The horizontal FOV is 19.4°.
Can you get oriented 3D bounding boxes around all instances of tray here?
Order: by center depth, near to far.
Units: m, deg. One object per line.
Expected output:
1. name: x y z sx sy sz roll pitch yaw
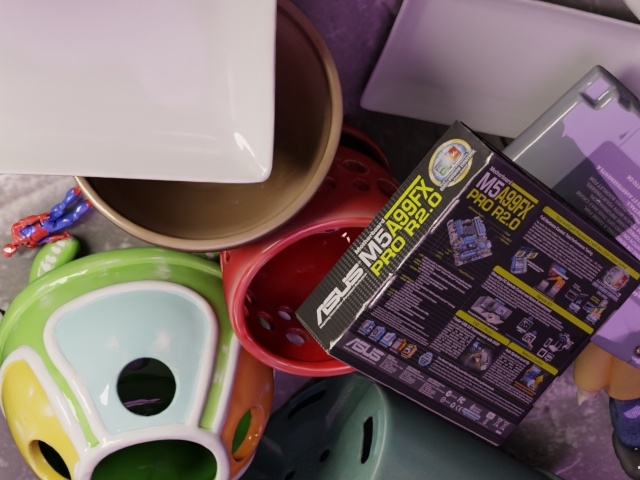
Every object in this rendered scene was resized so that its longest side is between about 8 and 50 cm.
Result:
1. tray: 0.179 -0.159 1.686 0.270 0.030 0.145 10 126 -20

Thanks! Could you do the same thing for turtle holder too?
1. turtle holder: -0.196 0.134 1.715 0.320 0.227 0.243 12 126 -23

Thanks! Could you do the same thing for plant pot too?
1. plant pot: -0.099 -0.101 1.584 0.237 0.237 0.110 -14 171 -2
2. plant pot: 0.000 0.000 1.682 0.191 0.174 0.191 -6 130 -8
3. plant pot: 0.094 0.323 1.898 0.334 0.341 0.341 36 115 -26

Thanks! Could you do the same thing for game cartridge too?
1. game cartridge: 0.287 -0.003 1.742 0.297 0.062 0.198 41 115 -18

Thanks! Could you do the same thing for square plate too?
1. square plate: -0.202 -0.219 1.458 0.344 0.049 0.347 1 108 -6

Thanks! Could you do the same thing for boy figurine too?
1. boy figurine: 0.347 0.119 1.922 0.177 0.092 0.285 -12 133 1

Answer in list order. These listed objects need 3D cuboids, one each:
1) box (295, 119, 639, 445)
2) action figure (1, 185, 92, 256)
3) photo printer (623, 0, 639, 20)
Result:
1. box: 0.137 0.045 1.616 0.216 0.060 0.270 -51 136 8
2. action figure: -0.245 -0.017 1.710 0.115 0.030 0.038 -31 135 15
3. photo printer: 0.400 -0.240 1.604 0.256 0.107 0.307 -39 124 13
